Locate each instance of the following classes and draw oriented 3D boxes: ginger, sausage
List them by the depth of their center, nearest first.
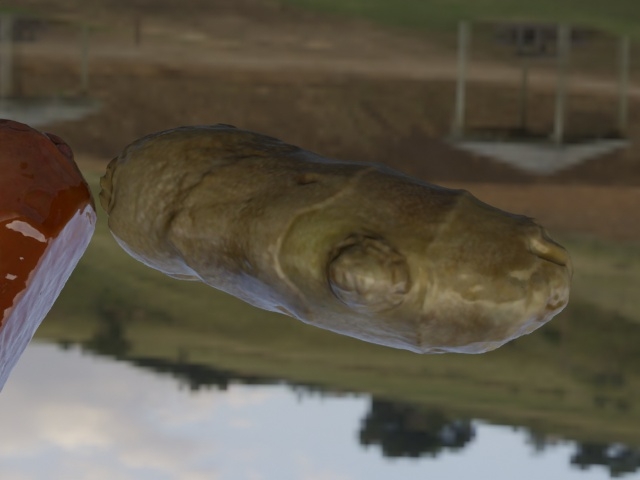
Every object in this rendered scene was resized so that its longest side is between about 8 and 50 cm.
[{"bbox_3d":[0.000,0.000,1.301,0.354,0.126,0.190,14,-165,26],"label":"ginger"},{"bbox_3d":[-0.272,0.032,1.359,0.141,0.268,0.153,29,172,7],"label":"sausage"}]
